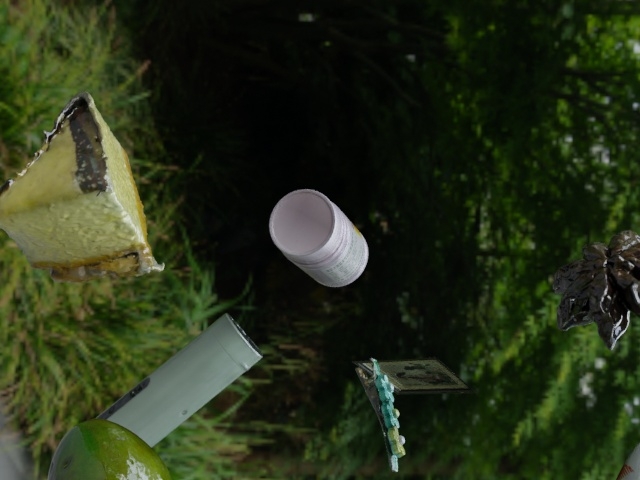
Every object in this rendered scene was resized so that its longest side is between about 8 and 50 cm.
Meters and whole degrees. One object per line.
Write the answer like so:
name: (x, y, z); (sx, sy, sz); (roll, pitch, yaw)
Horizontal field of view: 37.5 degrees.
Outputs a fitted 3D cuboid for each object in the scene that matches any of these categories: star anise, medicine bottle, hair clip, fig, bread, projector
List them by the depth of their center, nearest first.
bread: (-0.224, -0.047, 0.887); (0.147, 0.127, 0.152); (75, 10, -59)
hair clip: (0.094, 0.249, 1.375); (0.049, 0.049, 0.173); (88, -13, -59)
fig: (-0.312, 0.356, 1.387); (0.181, 0.181, 0.191); (81, -13, -80)
star anise: (0.489, 0.061, 1.536); (0.236, 0.223, 0.109); (24, -38, 51)
projector: (-0.262, 0.271, 1.662); (0.108, 0.337, 0.108); (51, -3, 4)
medicine bottle: (0.000, 0.000, 1.749); (0.250, 0.133, 0.133); (40, 49, -68)

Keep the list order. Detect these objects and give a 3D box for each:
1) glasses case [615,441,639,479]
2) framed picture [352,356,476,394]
glasses case: (0.456, 0.435, 1.433); (0.308, 0.083, 0.128); (-51, 133, -48)
framed picture: (0.193, 0.276, 1.922); (0.199, 0.195, 0.010); (41, 51, -46)
